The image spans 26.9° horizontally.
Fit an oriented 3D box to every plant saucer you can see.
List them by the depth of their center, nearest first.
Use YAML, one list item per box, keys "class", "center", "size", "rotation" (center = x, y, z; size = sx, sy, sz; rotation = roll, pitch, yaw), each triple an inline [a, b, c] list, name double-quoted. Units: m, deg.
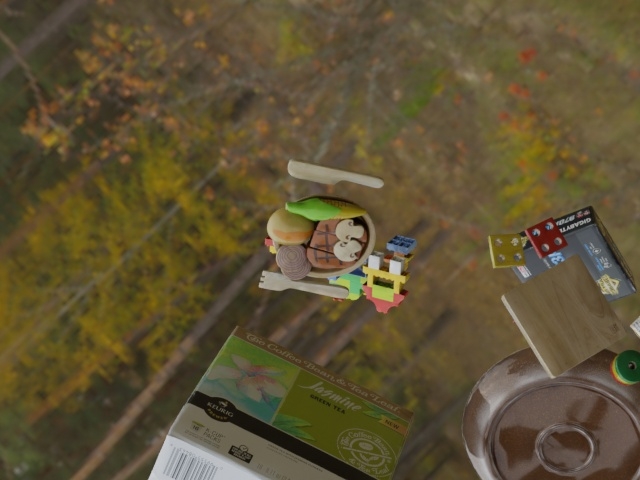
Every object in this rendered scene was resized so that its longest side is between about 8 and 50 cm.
- class: "plant saucer"
  center: [0.363, 0.296, 1.973]
  size: [0.310, 0.311, 0.050]
  rotation: [47, -157, -12]

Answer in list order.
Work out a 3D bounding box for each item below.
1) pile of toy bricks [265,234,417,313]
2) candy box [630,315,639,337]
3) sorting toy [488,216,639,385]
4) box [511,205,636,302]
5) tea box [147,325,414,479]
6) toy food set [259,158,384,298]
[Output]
- class: "pile of toy bricks"
  center: [0.036, 0.039, 1.847]
  size: [0.212, 0.118, 0.105]
  rotation: [14, 117, 23]
- class: "candy box"
  center: [0.652, 0.121, 2.368]
  size: [0.109, 0.186, 0.053]
  rotation: [32, -163, -40]
- class: "sorting toy"
  center: [0.327, 0.100, 1.852]
  size: [0.274, 0.132, 0.046]
  rotation: [59, 160, 10]
- class: "box"
  center: [0.453, 0.046, 2.426]
  size: [0.220, 0.175, 0.051]
  rotation: [50, -153, -41]
- class: "tea box"
  center: [-0.070, 0.355, 2.077]
  size: [0.329, 0.220, 0.323]
  rotation: [26, -150, 2]
- class: "toy food set"
  center: [0.000, 0.000, 1.590]
  size: [0.132, 0.192, 0.038]
  rotation: [9, -144, -7]
